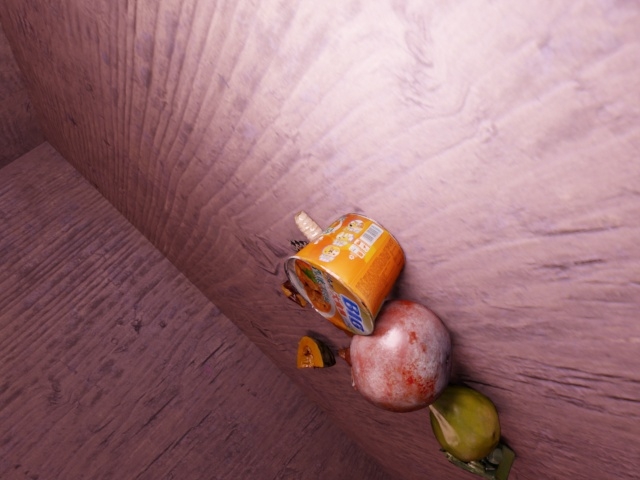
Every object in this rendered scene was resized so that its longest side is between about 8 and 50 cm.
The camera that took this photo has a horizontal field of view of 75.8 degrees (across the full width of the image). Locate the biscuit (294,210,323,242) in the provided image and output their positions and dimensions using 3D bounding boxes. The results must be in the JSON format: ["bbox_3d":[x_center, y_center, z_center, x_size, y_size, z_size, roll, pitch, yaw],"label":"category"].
[{"bbox_3d":[0.000,0.000,1.278,0.219,0.055,0.061,48,164,-11],"label":"biscuit"}]

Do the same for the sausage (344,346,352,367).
[{"bbox_3d":[0.222,0.579,1.810,0.300,0.083,0.089,33,157,20],"label":"sausage"}]

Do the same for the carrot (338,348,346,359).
[{"bbox_3d":[0.176,0.562,1.902,0.216,0.048,0.048,23,148,25],"label":"carrot"}]

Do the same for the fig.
[{"bbox_3d":[0.422,0.579,1.304,0.314,0.233,0.233,10,171,-32],"label":"fig"}]

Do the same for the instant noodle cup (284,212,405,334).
[{"bbox_3d":[0.080,0.080,1.106,0.296,0.214,0.296,33,152,20],"label":"instant noodle cup"}]

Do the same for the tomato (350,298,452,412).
[{"bbox_3d":[0.225,0.326,1.178,0.283,0.316,0.316,2,136,30],"label":"tomato"}]

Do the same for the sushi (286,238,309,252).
[{"bbox_3d":[-0.047,0.032,1.425,0.120,0.026,0.126,52,157,-24],"label":"sushi"}]

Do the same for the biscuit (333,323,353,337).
[{"bbox_3d":[0.075,0.315,1.666,0.280,0.043,0.183,27,147,38],"label":"biscuit"}]

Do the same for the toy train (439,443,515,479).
[{"bbox_3d":[0.593,0.810,1.580,0.188,0.159,0.272,39,155,-16],"label":"toy train"}]

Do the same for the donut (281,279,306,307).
[{"bbox_3d":[-0.102,0.218,1.741,0.140,0.059,0.140,33,153,20],"label":"donut"}]

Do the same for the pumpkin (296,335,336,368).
[{"bbox_3d":[-0.019,0.567,2.120,0.312,0.148,0.169,-29,68,55],"label":"pumpkin"}]
